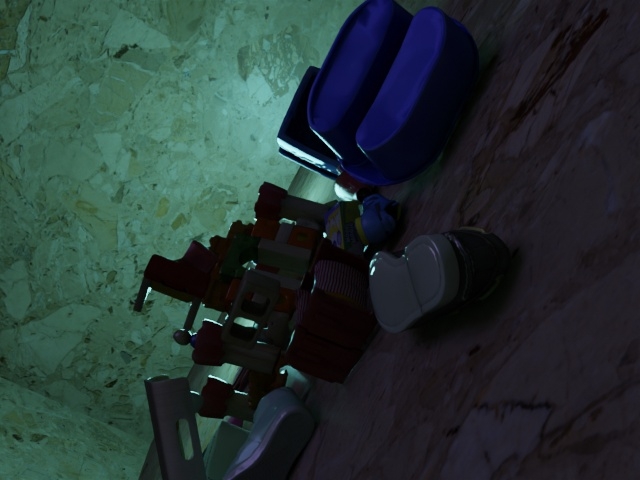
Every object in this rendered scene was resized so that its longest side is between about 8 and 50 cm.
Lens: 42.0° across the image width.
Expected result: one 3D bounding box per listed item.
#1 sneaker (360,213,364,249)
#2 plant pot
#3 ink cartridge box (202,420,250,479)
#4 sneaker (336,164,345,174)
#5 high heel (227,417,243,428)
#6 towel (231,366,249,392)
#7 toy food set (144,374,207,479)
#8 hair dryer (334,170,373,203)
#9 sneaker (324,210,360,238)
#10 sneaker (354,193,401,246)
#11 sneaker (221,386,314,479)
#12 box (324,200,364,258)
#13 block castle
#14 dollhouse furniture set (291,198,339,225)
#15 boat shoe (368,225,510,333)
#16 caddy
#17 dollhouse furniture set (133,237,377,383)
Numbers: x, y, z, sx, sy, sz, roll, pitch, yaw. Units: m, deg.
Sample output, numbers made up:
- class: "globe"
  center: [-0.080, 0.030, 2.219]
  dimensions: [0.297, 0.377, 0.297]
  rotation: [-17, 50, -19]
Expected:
- class: "sneaker"
  center: [0.043, 0.056, 1.673]
  dimensions: [0.235, 0.084, 0.097]
  rotation: [-64, -16, -3]
- class: "plant pot"
  center: [0.017, -0.309, 2.330]
  dimensions: [0.212, 0.236, 0.236]
  rotation: [129, 166, -78]
- class: "ink cartridge box"
  center: [-0.218, 0.513, 1.698]
  dimensions: [0.237, 0.100, 0.172]
  rotation: [-59, 11, 27]
- class: "sneaker"
  center: [0.088, -0.198, 2.110]
  dimensions: [0.071, 0.068, 0.170]
  rotation: [-52, 12, 27]
- class: "high heel"
  center: [-0.269, 0.501, 1.977]
  dimensions: [0.244, 0.117, 0.082]
  rotation: [-67, 9, -21]
- class: "towel"
  center: [-0.166, 0.260, 2.362]
  dimensions: [0.237, 0.037, 0.329]
  rotation: [-59, 8, 41]
- class: "toy food set"
  center: [-0.273, 0.372, 1.625]
  dimensions: [0.306, 0.092, 0.220]
  rotation: [151, 108, -73]
- class: "hair dryer"
  center: [0.107, -0.181, 1.892]
  dimensions: [0.223, 0.080, 0.294]
  rotation: [-52, 16, 45]
- class: "sneaker"
  center: [0.045, -0.031, 1.911]
  dimensions: [0.144, 0.053, 0.059]
  rotation: [-57, 9, 33]
- class: "sneaker"
  center: [0.119, -0.046, 1.539]
  dimensions: [0.082, 0.069, 0.209]
  rotation: [-23, 11, 16]
- class: "sneaker"
  center: [-0.105, 0.374, 1.459]
  dimensions: [0.256, 0.094, 0.151]
  rotation: [-53, 15, 3]
- class: "box"
  center: [0.046, 0.025, 1.569]
  dimensions: [0.105, 0.043, 0.179]
  rotation: [138, 126, -68]
- class: "block castle"
  center: [-0.138, 0.126, 1.739]
  dimensions: [0.303, 0.212, 0.453]
  rotation: [96, -169, -52]
- class: "dollhouse furniture set"
  center: [0.000, 0.000, 2.165]
  dimensions: [0.151, 0.123, 0.144]
  rotation: [-22, -25, -44]
- class: "boat shoe"
  center: [0.134, 0.050, 1.034]
  dimensions: [0.305, 0.091, 0.109]
  rotation: [139, 119, -73]
- class: "caddy"
  center: [0.134, -0.268, 1.497]
  dimensions: [0.179, 0.241, 0.341]
  rotation: [29, -92, -55]
- class: "dollhouse furniture set"
  center: [-0.094, 0.071, 1.388]
  dimensions: [0.201, 0.374, 0.152]
  rotation: [-86, 20, -64]
